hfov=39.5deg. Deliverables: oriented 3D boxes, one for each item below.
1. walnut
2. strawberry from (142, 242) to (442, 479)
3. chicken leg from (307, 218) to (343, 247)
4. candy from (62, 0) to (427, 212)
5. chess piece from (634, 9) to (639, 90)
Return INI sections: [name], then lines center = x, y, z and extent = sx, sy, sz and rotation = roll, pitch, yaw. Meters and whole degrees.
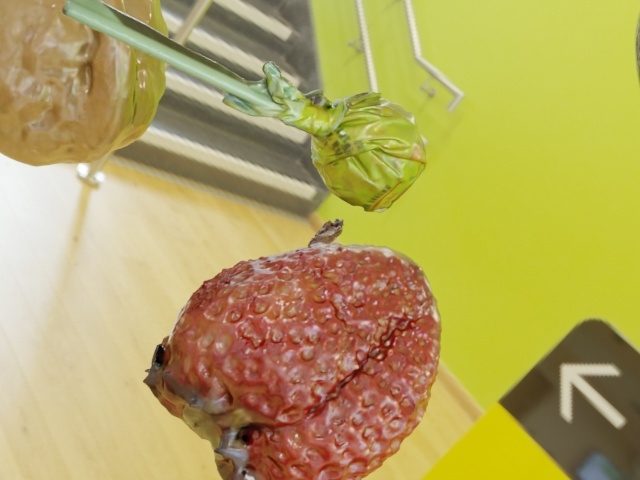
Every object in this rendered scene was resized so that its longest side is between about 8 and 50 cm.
[walnut]
center = -0.413, -0.306, 1.433
extent = 0.384, 0.383, 0.383
rotation = 34, 18, -13
[strawberry]
center = -0.015, 0.115, 0.914
extent = 0.250, 0.288, 0.238
rotation = 46, -4, -14
[chicken leg]
center = 0.002, -0.001, 1.053
extent = 0.021, 0.036, 0.083
rotation = 54, 51, -16
[candy]
center = -0.039, -0.095, 0.574
extent = 0.262, 0.077, 0.073
rotation = 24, 58, -28
[chess piece]
center = 0.334, -0.116, 0.450
extent = 0.182, 0.330, 0.182
rotation = -9, 90, -68
